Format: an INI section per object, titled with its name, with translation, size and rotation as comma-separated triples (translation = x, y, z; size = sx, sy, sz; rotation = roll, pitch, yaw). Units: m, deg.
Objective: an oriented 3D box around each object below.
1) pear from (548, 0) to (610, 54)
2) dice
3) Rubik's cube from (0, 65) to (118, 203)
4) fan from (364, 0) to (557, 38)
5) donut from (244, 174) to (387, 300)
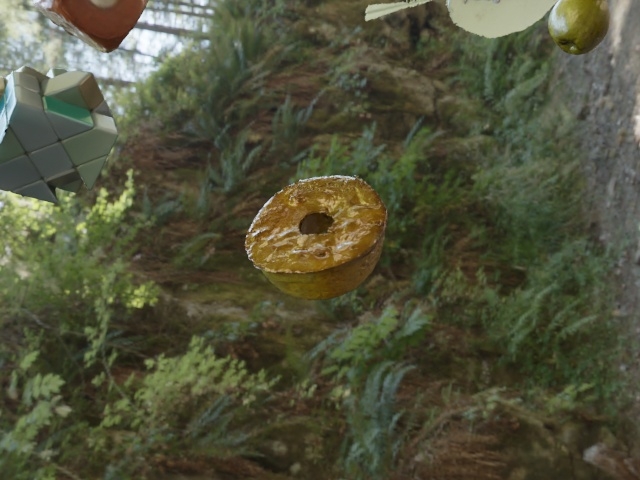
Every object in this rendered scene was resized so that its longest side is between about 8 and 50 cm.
[pear]
translation = 0.649, -0.547, 1.686
size = 0.148, 0.149, 0.162
rotation = 89, -157, -64
[dice]
translation = -0.481, -0.508, 1.404
size = 0.179, 0.175, 0.173
rotation = 20, 80, 52
[Rubik's cube]
translation = -0.502, -0.212, 1.221
size = 0.265, 0.225, 0.213
rotation = -54, 41, 23
[fan]
translation = 0.249, -0.444, 1.179
size = 0.012, 0.415, 0.232
rotation = 26, -114, -49
[donut]
translation = 0.001, -0.002, 1.252
size = 0.277, 0.278, 0.108
rotation = -74, -27, -44
